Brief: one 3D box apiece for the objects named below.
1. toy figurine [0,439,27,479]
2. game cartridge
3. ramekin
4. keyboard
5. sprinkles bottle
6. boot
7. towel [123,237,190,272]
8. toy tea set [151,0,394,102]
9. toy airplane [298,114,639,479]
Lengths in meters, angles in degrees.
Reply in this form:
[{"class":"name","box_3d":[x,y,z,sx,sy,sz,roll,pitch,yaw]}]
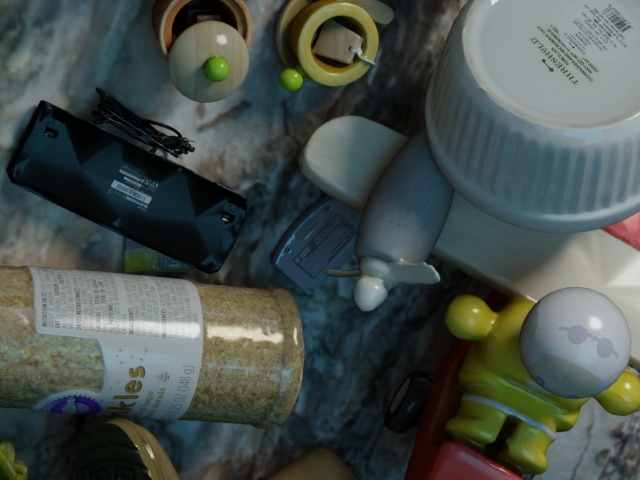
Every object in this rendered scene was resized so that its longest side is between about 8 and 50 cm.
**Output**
[{"class":"toy figurine","box_3d":[-0.294,0.273,1.509,0.217,0.191,0.362,-30,148,-7]},{"class":"game cartridge","box_3d":[0.000,0.000,1.674,0.083,0.017,0.056,-46,121,1]},{"class":"ramekin","box_3d":[0.185,-0.119,1.538,0.207,0.207,0.109,-18,149,-13]},{"class":"keyboard","box_3d":[-0.146,-0.054,1.592,0.192,0.038,0.100,26,102,-16]},{"class":"sprinkles bottle","box_3d":[-0.194,0.080,1.575,0.355,0.121,0.121,5,108,-22]},{"class":"boot","box_3d":[-0.071,0.224,1.639,0.269,0.089,0.236,-23,102,-53]},{"class":"towel","box_3d":[-0.131,-0.012,1.625,0.060,0.009,0.083,1,109,-21]},{"class":"toy tea set","box_3d":[0.027,-0.218,1.539,0.336,0.124,0.200,-47,118,1]},{"class":"toy airplane","box_3d":[0.207,0.049,1.620,0.386,0.272,0.384,-15,97,-1]}]
